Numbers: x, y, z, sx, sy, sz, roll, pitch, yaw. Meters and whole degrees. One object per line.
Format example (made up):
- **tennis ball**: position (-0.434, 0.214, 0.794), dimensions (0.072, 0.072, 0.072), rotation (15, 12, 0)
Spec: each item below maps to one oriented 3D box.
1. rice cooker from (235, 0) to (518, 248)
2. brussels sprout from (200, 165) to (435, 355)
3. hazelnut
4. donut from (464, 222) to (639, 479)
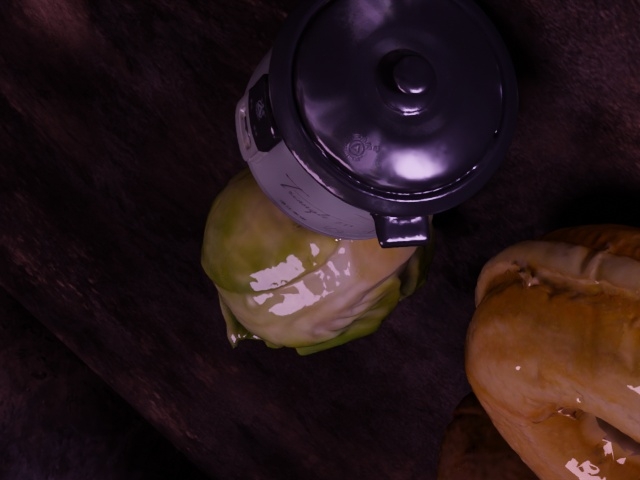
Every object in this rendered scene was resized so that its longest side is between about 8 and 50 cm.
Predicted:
- **rice cooker**: position (0.051, -0.126, 1.753), dimensions (0.227, 0.241, 0.280), rotation (147, 120, -70)
- **brussels sprout**: position (0.000, -0.003, 2.010), dimensions (0.227, 0.259, 0.294), rotation (56, 155, -12)
- **hazelnut**: position (0.243, 0.271, 2.202), dimensions (0.208, 0.208, 0.208), rotation (35, 155, 19)
- **donut**: position (0.338, 0.161, 1.832), dimensions (0.449, 0.198, 0.449), rotation (36, 155, 19)
